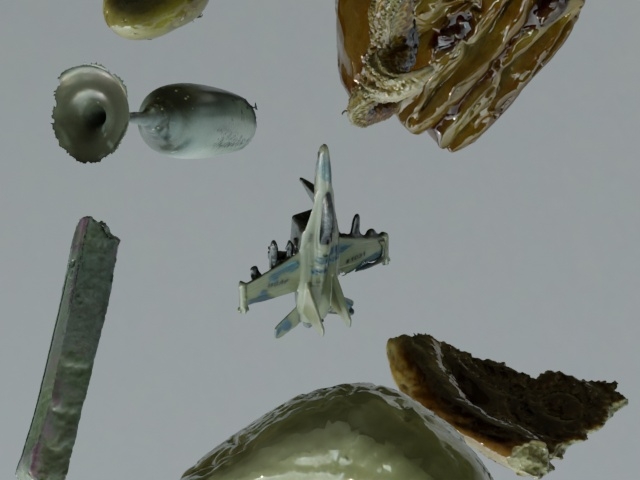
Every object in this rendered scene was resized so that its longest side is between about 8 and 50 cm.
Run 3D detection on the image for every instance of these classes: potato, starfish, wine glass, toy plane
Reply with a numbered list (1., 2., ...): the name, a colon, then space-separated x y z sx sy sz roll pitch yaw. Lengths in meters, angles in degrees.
1. potato: -0.189 -0.285 2.199 0.138 0.070 0.092 -30 -116 1
2. starfish: 0.065 -0.178 1.633 0.071 0.216 0.238 4 -149 -7
3. wine glass: -0.119 -0.095 1.461 0.074 0.074 0.262 -18 175 21
4. toy plane: -0.005 -0.006 2.044 0.192 0.262 0.088 -18 -144 -23

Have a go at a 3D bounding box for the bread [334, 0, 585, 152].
1. bread: 0.107 -0.281 1.939 0.277 0.167 0.325 -51 -132 36

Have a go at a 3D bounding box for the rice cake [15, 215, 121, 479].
1. rice cake: -0.180 0.083 1.338 0.043 0.034 0.211 142 -38 -60

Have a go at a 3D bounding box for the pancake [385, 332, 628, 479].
1. pancake: 0.214 0.164 2.060 0.244 0.057 0.266 -8 -146 -15

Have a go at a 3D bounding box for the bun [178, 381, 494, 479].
1. bun: 0.010 0.289 1.566 0.348 0.353 0.227 5 -175 16
